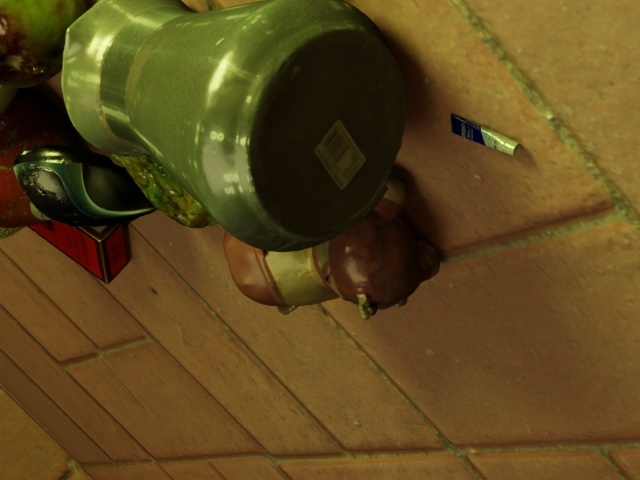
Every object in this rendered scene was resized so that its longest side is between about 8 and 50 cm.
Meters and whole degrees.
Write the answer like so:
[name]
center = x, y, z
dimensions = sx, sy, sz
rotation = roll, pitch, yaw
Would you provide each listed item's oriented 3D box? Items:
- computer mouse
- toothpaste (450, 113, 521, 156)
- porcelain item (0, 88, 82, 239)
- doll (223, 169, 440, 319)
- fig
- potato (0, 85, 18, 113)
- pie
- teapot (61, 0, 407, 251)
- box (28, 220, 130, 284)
[computer mouse]
center = -0.334, -0.067, 1.743
dimensions = 0.137, 0.096, 0.233
rotation = -1, 164, 42
[toothpaste]
center = 0.164, -0.104, 1.215
dimensions = 0.083, 0.015, 0.024
rotation = 29, 143, 35
[porcelain item]
center = -0.492, -0.111, 1.843
dimensions = 0.253, 0.253, 0.253
rotation = 32, 152, 19
[doll]
center = 0.002, -0.001, 1.436
dimensions = 0.255, 0.152, 0.196
rotation = 0, 102, 33
[fig]
center = -0.387, -0.290, 1.508
dimensions = 0.181, 0.181, 0.191
rotation = -19, 90, 60
[potato]
center = -0.557, -0.279, 1.686
dimensions = 0.326, 0.221, 0.243
rotation = 25, 152, 39
[pie]
center = -0.213, -0.130, 1.608
dimensions = 0.277, 0.078, 0.277
rotation = 31, 150, 20
[teapot]
center = -0.082, -0.141, 1.278
dimensions = 0.344, 0.253, 0.300
rotation = 24, -179, 44
[box]
center = -0.434, -0.045, 2.039
dimensions = 0.239, 0.074, 0.153
rotation = 35, 157, 15
